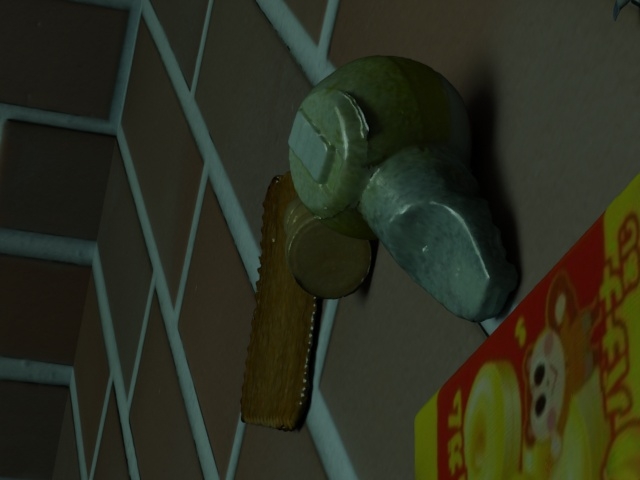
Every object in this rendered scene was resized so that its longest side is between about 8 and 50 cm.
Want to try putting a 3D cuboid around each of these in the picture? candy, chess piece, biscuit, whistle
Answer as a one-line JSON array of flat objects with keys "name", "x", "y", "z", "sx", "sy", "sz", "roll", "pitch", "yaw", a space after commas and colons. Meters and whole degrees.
[{"name": "candy", "x": 0.120, "y": 0.094, "z": 0.737, "sx": 0.276, "sy": 0.088, "sz": 0.146, "roll": 122, "pitch": 152, "yaw": -58}, {"name": "chess piece", "x": 0.000, "y": 0.000, "z": 1.338, "sx": 0.122, "sy": 0.066, "sz": 0.066, "roll": -121, "pitch": 41, "yaw": -76}, {"name": "biscuit", "x": -0.031, "y": 0.049, "z": 1.530, "sx": 0.237, "sy": 0.013, "sz": 0.232, "roll": 166, "pitch": 112, "yaw": -74}, {"name": "whistle", "x": 0.061, "y": -0.034, "z": 1.071, "sx": 0.223, "sy": 0.123, "sz": 0.123, "roll": 53, "pitch": 137, "yaw": 41}]

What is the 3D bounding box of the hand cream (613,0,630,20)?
[{"name": "hand cream", "x": 0.176, "y": -0.181, "z": 0.758, "sx": 0.271, "sy": 0.058, "sz": 0.091, "roll": 129, "pitch": 150, "yaw": -74}]
